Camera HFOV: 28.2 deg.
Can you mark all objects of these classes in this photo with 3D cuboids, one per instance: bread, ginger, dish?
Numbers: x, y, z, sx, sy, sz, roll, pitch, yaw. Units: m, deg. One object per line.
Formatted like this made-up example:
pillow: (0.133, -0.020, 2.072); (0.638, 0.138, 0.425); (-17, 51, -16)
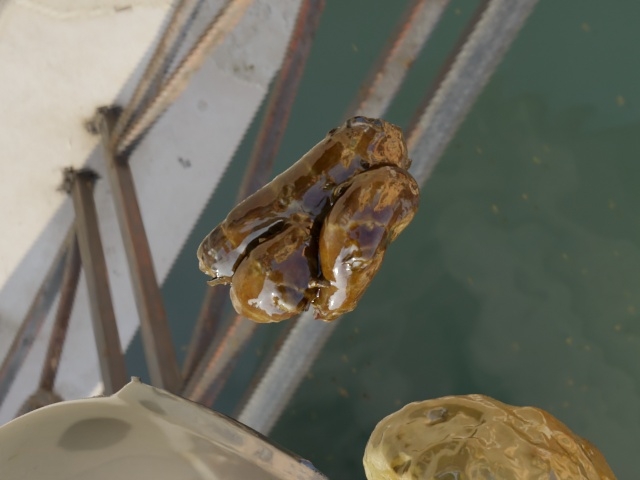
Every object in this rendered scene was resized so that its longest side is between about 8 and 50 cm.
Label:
bread: (0.135, 0.206, 0.870); (0.134, 0.244, 0.244); (-26, 129, -20)
ginger: (0.000, 0.000, 0.805); (0.162, 0.103, 0.073); (-37, 133, 13)
dish: (-0.045, 0.120, 0.532); (0.078, 0.224, 0.246); (-62, 151, -15)
